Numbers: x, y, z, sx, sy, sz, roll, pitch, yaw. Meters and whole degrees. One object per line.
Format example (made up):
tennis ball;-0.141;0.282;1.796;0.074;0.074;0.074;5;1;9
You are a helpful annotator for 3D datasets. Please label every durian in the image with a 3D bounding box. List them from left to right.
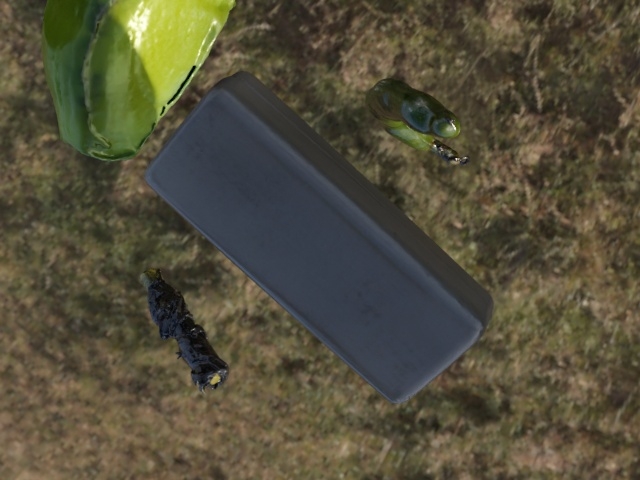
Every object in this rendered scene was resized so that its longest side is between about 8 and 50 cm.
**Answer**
durian;-0.148;-0.187;0.838;0.101;0.139;0.250;29;99;35

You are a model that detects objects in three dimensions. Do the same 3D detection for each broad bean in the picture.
broad bean;0.118;-0.149;1.269;0.144;0.049;0.292;31;-179;10

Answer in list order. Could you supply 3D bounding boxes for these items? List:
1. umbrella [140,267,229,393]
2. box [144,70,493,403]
umbrella;-0.130;0.082;0.957;0.144;0.040;0.037;52;-171;34
box;0.000;0.000;0.704;0.244;0.055;0.103;43;119;-3
